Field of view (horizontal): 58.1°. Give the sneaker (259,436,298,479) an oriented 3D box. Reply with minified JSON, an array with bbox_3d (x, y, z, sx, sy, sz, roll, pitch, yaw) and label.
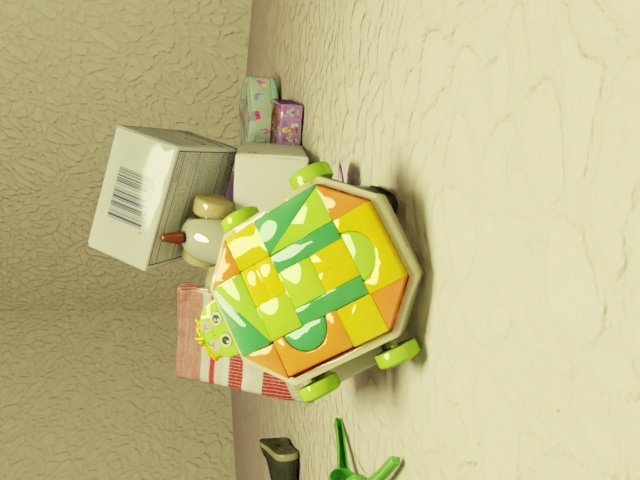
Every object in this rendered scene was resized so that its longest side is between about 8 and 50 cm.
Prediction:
[{"bbox_3d":[-0.112,0.585,1.493,0.222,0.083,0.118,161,109,-75],"label":"sneaker"}]

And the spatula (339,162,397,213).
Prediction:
[{"bbox_3d":[0.064,-0.074,0.889,0.296,0.030,0.084,-146,45,-72],"label":"spatula"}]

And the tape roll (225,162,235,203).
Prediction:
[{"bbox_3d":[-0.275,-0.189,1.713,0.275,0.275,0.090,-117,30,-63],"label":"tape roll"}]

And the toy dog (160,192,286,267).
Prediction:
[{"bbox_3d":[-0.186,0.023,1.146,0.333,0.161,0.220,6,103,37],"label":"toy dog"}]

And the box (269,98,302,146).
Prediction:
[{"bbox_3d":[-0.099,-0.222,1.536,0.201,0.057,0.293,-121,34,-69],"label":"box"}]

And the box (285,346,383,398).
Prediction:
[{"bbox_3d":[-0.025,0.109,0.883,0.232,0.127,0.148,64,161,9],"label":"box"}]

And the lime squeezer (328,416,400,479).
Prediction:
[{"bbox_3d":[0.059,0.357,0.887,0.110,0.059,0.310,-61,6,-13],"label":"lime squeezer"}]

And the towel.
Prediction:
[{"bbox_3d":[-0.171,0.231,1.284,0.037,0.329,0.237,-44,-40,-68],"label":"towel"}]

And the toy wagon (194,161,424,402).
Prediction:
[{"bbox_3d":[-0.041,0.074,0.750,0.267,0.344,0.068,64,-159,9],"label":"toy wagon"}]

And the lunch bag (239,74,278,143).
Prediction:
[{"bbox_3d":[-0.195,-0.375,1.843,0.279,0.108,0.224,127,137,-71],"label":"lunch bag"}]

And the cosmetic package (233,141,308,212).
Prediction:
[{"bbox_3d":[-0.127,0.007,1.374,0.230,0.161,0.453,-106,20,-73],"label":"cosmetic package"}]

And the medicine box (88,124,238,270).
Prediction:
[{"bbox_3d":[-0.334,-0.101,1.268,0.289,0.149,0.263,-26,-44,-72],"label":"medicine box"}]

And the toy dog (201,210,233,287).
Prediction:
[{"bbox_3d":[-0.247,0.047,1.804,0.395,0.284,0.408,33,125,46],"label":"toy dog"}]
